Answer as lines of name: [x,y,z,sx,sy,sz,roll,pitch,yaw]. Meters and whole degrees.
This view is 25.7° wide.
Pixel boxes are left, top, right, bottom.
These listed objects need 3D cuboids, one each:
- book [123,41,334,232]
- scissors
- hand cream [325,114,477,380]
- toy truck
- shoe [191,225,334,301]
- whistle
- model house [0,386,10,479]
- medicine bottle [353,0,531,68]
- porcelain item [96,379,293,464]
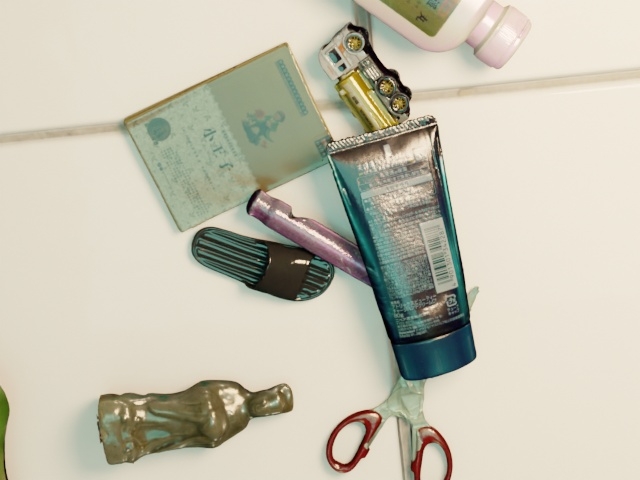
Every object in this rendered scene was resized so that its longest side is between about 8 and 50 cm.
book: [-0.095,-0.109,1.500,0.198,0.016,0.139,-25,100,8]
scissors: [0.102,0.156,1.549,0.144,0.017,0.248,15,102,-1]
hand cream: [0.095,0.011,1.472,0.120,0.061,0.271,-16,105,-2]
toy truck: [0.047,-0.163,1.461,0.062,0.052,0.123,-35,100,16]
shoe: [-0.066,0.028,1.512,0.159,0.053,0.062,18,100,2]
whistle: [0.000,0.000,1.504,0.176,0.033,0.033,31,103,-9]
model house: [-0.467,0.269,1.567,0.207,0.154,0.294,-15,117,-37]
medicine bottle: [0.110,-0.260,1.421,0.219,0.078,0.115,35,100,-4]
porcelain item: [-0.135,0.196,1.552,0.215,0.069,0.081,-8,97,1]
